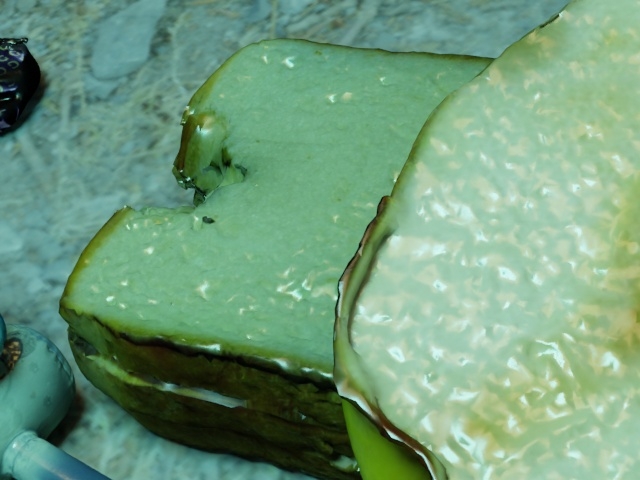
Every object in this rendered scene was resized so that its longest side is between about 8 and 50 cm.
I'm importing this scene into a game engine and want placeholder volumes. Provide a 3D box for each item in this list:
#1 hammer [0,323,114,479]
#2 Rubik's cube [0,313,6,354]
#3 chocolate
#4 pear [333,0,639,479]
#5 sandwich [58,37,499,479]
[{"bbox_3d":[-0.139,0.127,0.890,0.194,0.069,0.116,27,58,23],"label":"hammer"},{"bbox_3d":[-0.331,-0.011,0.898,0.254,0.254,0.254,-7,47,8],"label":"Rubik's cube"},{"bbox_3d":[-0.266,-0.098,1.126,0.147,0.070,0.072,-19,74,-3],"label":"chocolate"},{"bbox_3d":[0.202,0.051,0.775,0.386,0.191,0.340,-28,60,-8],"label":"pear"},{"bbox_3d":[0.000,0.001,0.942,0.249,0.095,0.273,12,51,24],"label":"sandwich"}]
